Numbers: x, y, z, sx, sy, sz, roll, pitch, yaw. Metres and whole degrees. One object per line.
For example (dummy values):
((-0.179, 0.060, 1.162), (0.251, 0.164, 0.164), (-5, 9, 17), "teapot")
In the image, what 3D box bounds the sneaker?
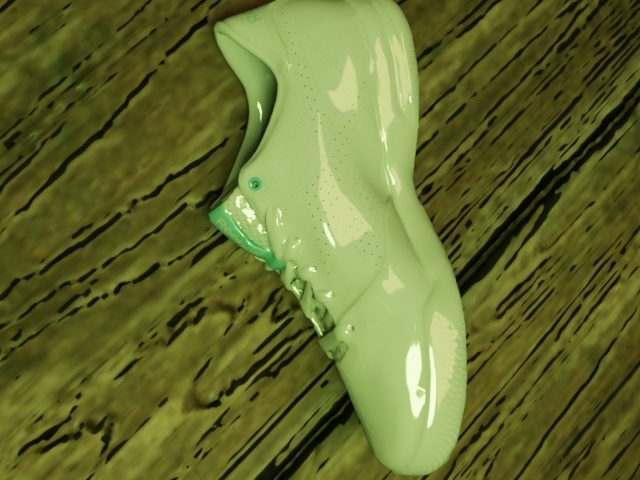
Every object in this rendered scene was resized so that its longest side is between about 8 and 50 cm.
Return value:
((0.000, 0.000, 0.713), (0.094, 0.080, 0.212), (-7, 81, -24), "sneaker")
